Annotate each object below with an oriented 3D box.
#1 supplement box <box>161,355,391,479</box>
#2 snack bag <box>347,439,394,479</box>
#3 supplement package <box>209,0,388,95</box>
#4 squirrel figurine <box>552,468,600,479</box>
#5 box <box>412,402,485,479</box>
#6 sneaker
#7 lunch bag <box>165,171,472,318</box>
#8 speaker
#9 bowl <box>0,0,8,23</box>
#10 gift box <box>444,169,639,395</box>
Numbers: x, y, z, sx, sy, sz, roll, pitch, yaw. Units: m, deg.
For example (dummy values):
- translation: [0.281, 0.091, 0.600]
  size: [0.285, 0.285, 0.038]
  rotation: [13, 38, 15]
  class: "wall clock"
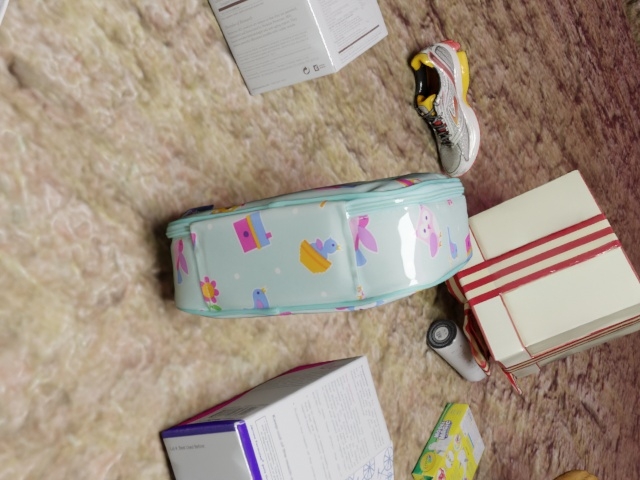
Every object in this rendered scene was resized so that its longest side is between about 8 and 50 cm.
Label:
- translation: [-0.037, 0.209, 0.702]
  size: [0.220, 0.111, 0.113]
  rotation: [-16, 89, -52]
  class: "supplement box"
- translation: [-0.004, 0.428, 0.793]
  size: [0.343, 0.037, 0.322]
  rotation: [6, 82, -51]
  class: "snack bag"
- translation: [-0.045, -0.313, 0.754]
  size: [0.139, 0.134, 0.244]
  rotation: [-46, 121, -44]
  class: "supplement package"
- translation: [0.427, 0.554, 0.972]
  size: [0.370, 0.281, 0.397]
  rotation: [45, 60, -12]
  class: "squirrel figurine"
- translation: [0.204, 0.360, 1.057]
  size: [0.179, 0.043, 0.105]
  rotation: [-48, 122, -46]
  class: "box"
- translation: [0.199, -0.213, 1.106]
  size: [0.093, 0.088, 0.225]
  rotation: [-21, 102, -30]
  class: "sneaker"
- translation: [0.000, 0.000, 0.662]
  size: [0.224, 0.279, 0.107]
  rotation: [-20, 102, -62]
  class: "lunch bag"
- translation: [0.232, 0.185, 1.102]
  size: [0.136, 0.055, 0.055]
  rotation: [43, 54, -40]
  class: "speaker"
- translation: [-0.303, -0.220, 0.485]
  size: [0.142, 0.053, 0.141]
  rotation: [21, 69, -47]
  class: "bowl"
- translation: [0.345, 0.084, 1.054]
  size: [0.276, 0.258, 0.255]
  rotation: [45, 25, -57]
  class: "gift box"
